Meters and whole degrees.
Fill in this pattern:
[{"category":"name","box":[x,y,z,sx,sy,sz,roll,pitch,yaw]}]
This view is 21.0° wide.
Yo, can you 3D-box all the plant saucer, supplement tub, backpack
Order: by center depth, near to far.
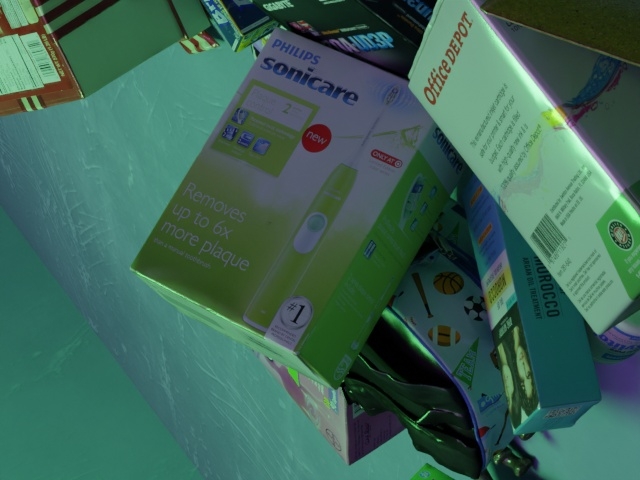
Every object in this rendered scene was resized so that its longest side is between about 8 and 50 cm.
[{"category":"plant saucer","box":[0.223,-0.144,1.182,0.188,0.045,0.188,22,-169,17]},{"category":"supplement tub","box":[0.271,0.065,1.545,0.071,0.071,0.107,55,161,12]},{"category":"backpack","box":[0.124,0.101,1.766,0.263,0.213,0.276,49,169,42]}]

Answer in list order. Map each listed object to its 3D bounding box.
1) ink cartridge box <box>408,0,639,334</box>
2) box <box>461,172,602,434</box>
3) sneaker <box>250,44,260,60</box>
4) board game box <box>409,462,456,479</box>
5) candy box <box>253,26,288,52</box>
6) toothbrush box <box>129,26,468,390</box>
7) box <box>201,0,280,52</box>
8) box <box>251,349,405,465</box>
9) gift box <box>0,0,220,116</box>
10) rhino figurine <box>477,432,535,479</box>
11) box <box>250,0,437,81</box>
[{"category":"ink cartridge box","box":[0.209,-0.089,1.387,0.278,0.117,0.201,54,161,13]},{"category":"box","box":[0.192,0.048,1.590,0.100,0.060,0.244,112,149,-68]},{"category":"sneaker","box":[-0.027,-0.169,1.945,0.178,0.072,0.077,60,163,-2]},{"category":"board game box","box":[0.249,0.420,2.093,0.317,0.046,0.213,53,165,-25]},{"category":"candy box","box":[-0.053,-0.287,1.826,0.165,0.070,0.196,50,160,26]},{"category":"toothbrush box","box":[-0.014,-0.032,1.660,0.206,0.283,0.122,26,168,27]},{"category":"box","box":[-0.104,-0.280,1.758,0.169,0.059,0.054,57,164,6]},{"category":"box","box":[0.009,0.131,2.247,0.243,0.117,0.213,49,159,28]},{"category":"gift box","box":[-0.292,-0.306,2.140,0.276,0.258,0.255,1,121,46]},{"category":"rhino figurine","box":[0.190,0.199,1.961,0.106,0.073,0.243,45,156,27]},{"category":"box","box":[0.048,-0.202,1.623,0.175,0.051,0.220,36,169,-21]}]
